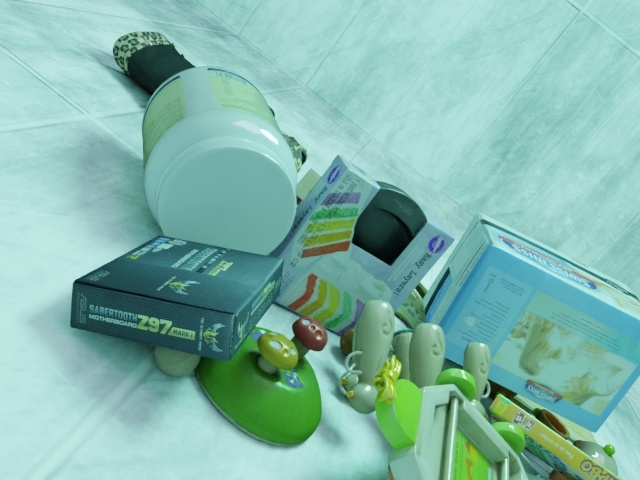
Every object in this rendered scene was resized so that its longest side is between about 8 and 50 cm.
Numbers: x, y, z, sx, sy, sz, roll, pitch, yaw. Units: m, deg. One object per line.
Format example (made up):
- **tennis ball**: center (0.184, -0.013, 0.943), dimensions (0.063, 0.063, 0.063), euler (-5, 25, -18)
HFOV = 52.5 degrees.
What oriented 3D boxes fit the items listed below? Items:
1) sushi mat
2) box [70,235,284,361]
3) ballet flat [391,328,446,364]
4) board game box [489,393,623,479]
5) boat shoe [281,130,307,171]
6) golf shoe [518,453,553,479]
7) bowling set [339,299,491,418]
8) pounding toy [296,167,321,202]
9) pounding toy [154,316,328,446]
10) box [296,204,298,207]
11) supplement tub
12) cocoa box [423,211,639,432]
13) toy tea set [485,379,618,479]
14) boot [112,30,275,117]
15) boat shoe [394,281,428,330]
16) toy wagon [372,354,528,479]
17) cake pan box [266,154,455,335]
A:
- **sushi mat**: center (0.503, 0.370, 1.480), dimensions (0.316, 0.019, 0.151), euler (36, 17, -9)
- **box**: center (-0.158, 0.058, 0.782), dimensions (0.183, 0.059, 0.233), euler (11, 15, 8)
- **ballet flat**: center (0.202, 0.213, 1.241), dimensions (0.206, 0.073, 0.067), euler (13, 57, -47)
- **board game box**: center (0.367, 0.326, 0.952), dimensions (0.259, 0.039, 0.124), euler (31, -14, 27)
- **boat shoe**: center (-0.090, -0.197, 1.584), dimensions (0.096, 0.117, 0.324), euler (33, 12, -5)
- **golf shoe**: center (0.364, 0.405, 0.937), dimensions (0.115, 0.140, 0.306), euler (25, 21, -33)
- **bowling set**: center (0.109, 0.208, 0.989), dimensions (0.286, 0.199, 0.154), euler (24, 66, -29)
- **pounding toy**: center (0.002, -0.085, 1.544), dimensions (0.141, 0.100, 0.130), euler (42, 4, 4)
- **pounding toy**: center (-0.073, 0.134, 0.805), dimensions (0.236, 0.110, 0.183), euler (34, 18, -14)
- **box**: center (0.000, 0.000, 1.301), dimensions (0.113, 0.094, 0.275), euler (45, 19, 22)
- **supplement tub**: center (-0.168, -0.126, 1.055), dimensions (0.235, 0.235, 0.325), euler (28, 21, -29)
- **cocoa box**: center (0.397, 0.142, 1.207), dimensions (0.347, 0.232, 0.228), euler (27, 18, -2)
- **toy tea set**: center (0.449, 0.352, 1.248), dimensions (0.336, 0.124, 0.200), euler (46, 20, 24)
- **boot**: center (-0.297, -0.361, 1.565), dimensions (0.284, 0.138, 0.377), euler (44, 24, 18)
- **boat shoe**: center (0.230, 0.151, 1.378), dimensions (0.285, 0.089, 0.104), euler (40, 17, 4)
- **toy wagon**: center (0.167, 0.282, 0.805), dimensions (0.344, 0.068, 0.267), euler (47, 32, -15)
- **cake pan box**: center (0.056, 0.022, 1.077), dimensions (0.245, 0.267, 0.070), euler (31, 16, -28)
